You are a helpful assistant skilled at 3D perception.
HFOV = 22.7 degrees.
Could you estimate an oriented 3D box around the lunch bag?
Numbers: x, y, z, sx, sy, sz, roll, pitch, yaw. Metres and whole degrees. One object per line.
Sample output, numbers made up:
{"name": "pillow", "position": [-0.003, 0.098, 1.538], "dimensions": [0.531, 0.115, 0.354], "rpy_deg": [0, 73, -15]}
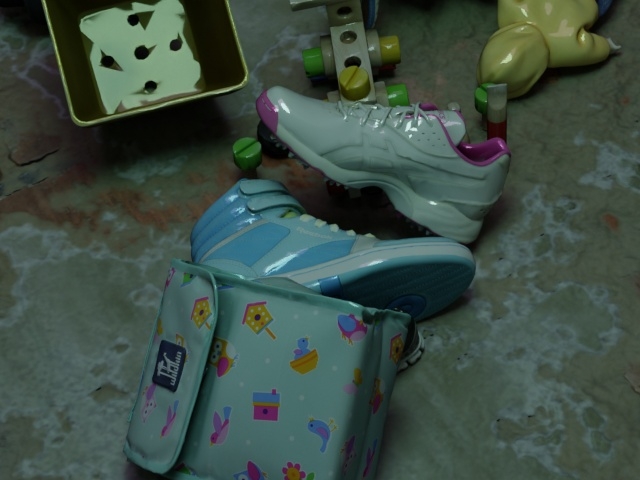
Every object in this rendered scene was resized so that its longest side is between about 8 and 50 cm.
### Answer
{"name": "lunch bag", "position": [-0.068, 0.144, 1.595], "dimensions": [0.262, 0.160, 0.223], "rpy_deg": [14, 91, 24]}

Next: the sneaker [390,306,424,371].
{"name": "sneaker", "position": [0.037, 0.124, 1.699], "dimensions": [0.170, 0.075, 0.063], "rpy_deg": [-29, 53, -19]}

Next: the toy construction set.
{"name": "toy construction set", "position": [0.074, -0.202, 1.871], "dimensions": [0.309, 0.237, 0.257], "rpy_deg": [12, 51, 15]}

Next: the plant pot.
{"name": "plant pot", "position": [-0.219, -0.247, 1.941], "dimensions": [0.212, 0.187, 0.212], "rpy_deg": [-14, 86, -8]}

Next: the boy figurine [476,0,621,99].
{"name": "boy figurine", "position": [0.295, -0.278, 2.012], "dimensions": [0.177, 0.092, 0.285], "rpy_deg": [36, 61, 1]}

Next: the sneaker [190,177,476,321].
{"name": "sneaker", "position": [0.000, 0.000, 1.778], "dimensions": [0.319, 0.127, 0.208], "rpy_deg": [-10, 50, -5]}

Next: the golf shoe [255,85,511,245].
{"name": "golf shoe", "position": [0.075, -0.114, 1.775], "dimensions": [0.306, 0.140, 0.115], "rpy_deg": [26, 23, -23]}

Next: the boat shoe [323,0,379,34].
{"name": "boat shoe", "position": [0.035, -0.312, 2.003], "dimensions": [0.066, 0.183, 0.066], "rpy_deg": [-18, 56, -29]}

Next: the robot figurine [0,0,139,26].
{"name": "robot figurine", "position": [-0.305, -0.376, 2.096], "dimensions": [0.278, 0.209, 0.173], "rpy_deg": [-6, 26, 1]}
